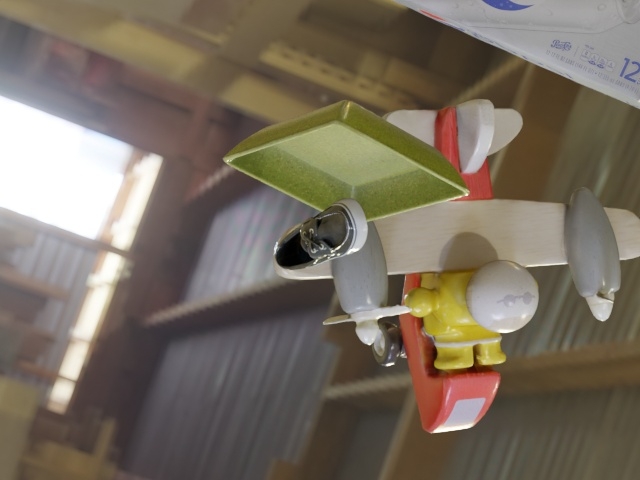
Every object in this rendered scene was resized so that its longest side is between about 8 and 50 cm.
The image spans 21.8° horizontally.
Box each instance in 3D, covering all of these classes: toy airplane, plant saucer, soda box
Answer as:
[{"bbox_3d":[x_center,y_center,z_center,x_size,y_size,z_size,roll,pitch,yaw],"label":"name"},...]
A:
[{"bbox_3d":[0.186,0.015,2.035,0.386,0.384,0.272,-44,-153,-4],"label":"toy airplane"},{"bbox_3d":[0.028,-0.085,1.708,0.188,0.188,0.045,-14,-122,48],"label":"plant saucer"},{"bbox_3d":[0.166,-0.206,1.400,0.091,0.286,0.098,-65,161,6],"label":"soda box"}]

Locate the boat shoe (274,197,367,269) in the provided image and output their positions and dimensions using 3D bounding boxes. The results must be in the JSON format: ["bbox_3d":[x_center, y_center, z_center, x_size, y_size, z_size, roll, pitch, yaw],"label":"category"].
[{"bbox_3d":[0.000,0.000,1.543,0.049,0.040,0.142,66,-27,6],"label":"boat shoe"}]
